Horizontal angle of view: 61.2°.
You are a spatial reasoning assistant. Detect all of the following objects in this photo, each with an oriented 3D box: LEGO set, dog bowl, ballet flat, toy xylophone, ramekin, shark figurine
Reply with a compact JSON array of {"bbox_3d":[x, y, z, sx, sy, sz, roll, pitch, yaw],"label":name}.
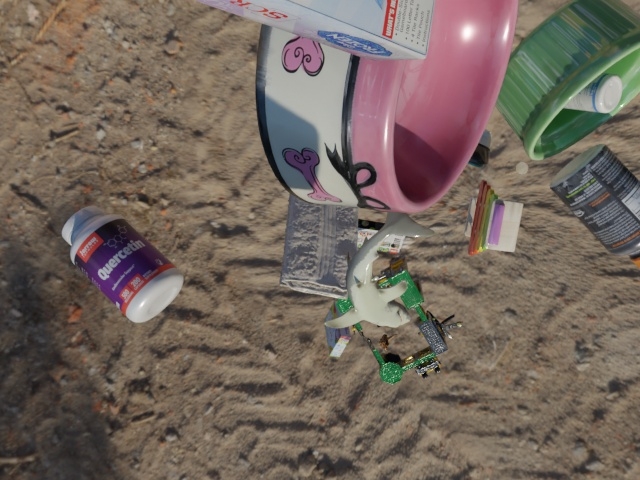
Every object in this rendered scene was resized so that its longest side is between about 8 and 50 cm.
[{"bbox_3d":[0.200,0.196,1.458,0.255,0.192,0.331,-38,96,14],"label":"LEGO set"},{"bbox_3d":[0.109,-0.215,0.672,0.150,0.408,0.408,24,100,29],"label":"dog bowl"},{"bbox_3d":[0.407,-0.261,1.454,0.095,0.280,0.096,22,106,2],"label":"ballet flat"},{"bbox_3d":[0.440,-0.076,1.369,0.081,0.322,0.236,9,89,5],"label":"toy xylophone"},{"bbox_3d":[0.475,-0.308,1.018,0.303,0.303,0.148,-39,69,15],"label":"ramekin"},{"bbox_3d":[0.075,0.039,0.890,0.166,0.116,0.278,-10,133,-10],"label":"shark figurine"}]

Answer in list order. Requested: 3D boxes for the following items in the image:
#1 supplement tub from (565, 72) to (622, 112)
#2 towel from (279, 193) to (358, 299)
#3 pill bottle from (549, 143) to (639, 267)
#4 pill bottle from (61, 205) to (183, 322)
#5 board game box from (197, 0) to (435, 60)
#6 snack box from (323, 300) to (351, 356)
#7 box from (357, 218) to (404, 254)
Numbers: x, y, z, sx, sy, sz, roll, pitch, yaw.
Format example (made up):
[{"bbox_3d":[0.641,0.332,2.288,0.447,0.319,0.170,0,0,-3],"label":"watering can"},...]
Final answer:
[{"bbox_3d":[0.498,-0.280,1.017,0.107,0.071,0.071,28,104,51],"label":"supplement tub"},{"bbox_3d":[0.000,0.000,1.344,0.187,0.049,0.282,11,65,-17],"label":"towel"},{"bbox_3d":[0.584,-0.060,1.067,0.130,0.130,0.246,-42,88,15],"label":"pill bottle"},{"bbox_3d":[-0.538,0.056,1.459,0.323,0.181,0.181,41,103,9],"label":"pill bottle"},{"bbox_3d":[-0.028,-0.301,0.315,0.066,0.318,0.319,15,101,44],"label":"board game box"},{"bbox_3d":[0.050,0.270,1.664,0.037,0.141,0.100,10,129,-17],"label":"snack box"},{"bbox_3d":[0.154,-0.015,1.694,0.207,0.114,0.036,9,56,-1],"label":"box"}]
